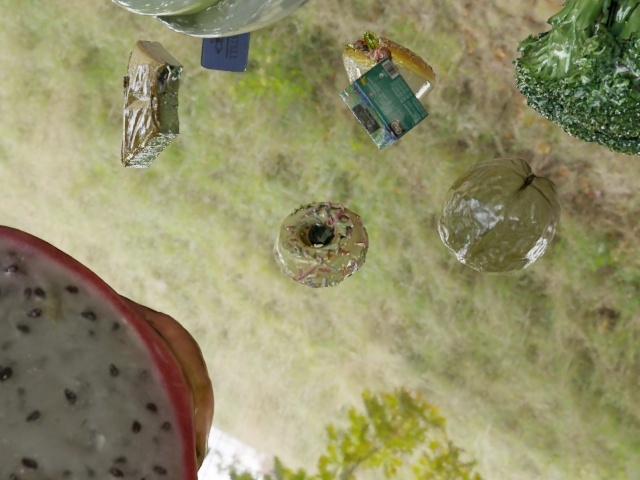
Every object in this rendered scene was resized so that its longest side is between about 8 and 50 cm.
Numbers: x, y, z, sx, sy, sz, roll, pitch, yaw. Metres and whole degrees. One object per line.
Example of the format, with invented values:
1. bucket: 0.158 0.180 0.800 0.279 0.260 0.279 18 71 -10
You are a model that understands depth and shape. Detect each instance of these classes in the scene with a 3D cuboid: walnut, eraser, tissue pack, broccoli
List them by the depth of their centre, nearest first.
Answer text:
1. walnut: 0.132 -0.017 0.667 0.092 0.092 0.092 23 179 0
2. broccoli: 0.312 -0.197 0.841 0.269 0.242 0.261 -4 -164 4
3. tissue pack: 0.092 -0.205 1.377 0.111 0.085 0.079 53 152 -4
4. eraser: -0.152 -0.397 1.501 0.081 0.225 0.036 5 -155 -7

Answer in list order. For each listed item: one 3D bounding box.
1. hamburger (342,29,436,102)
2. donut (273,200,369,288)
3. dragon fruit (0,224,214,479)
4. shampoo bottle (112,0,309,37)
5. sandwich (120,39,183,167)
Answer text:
1. hamburger: 0.133 -0.334 1.747 0.172 0.116 0.210 14 -169 -19
2. donut: 0.000 0.000 1.569 0.174 0.175 0.068 23 148 26
3. dragon fruit: -0.205 0.128 0.403 0.290 0.291 0.189 23 139 -10
4. shampoo bottle: -0.123 -0.415 1.102 0.322 0.323 0.317 23 -152 35
5. sandwich: -0.302 -0.214 1.596 0.063 0.245 0.212 -1 -156 -24
